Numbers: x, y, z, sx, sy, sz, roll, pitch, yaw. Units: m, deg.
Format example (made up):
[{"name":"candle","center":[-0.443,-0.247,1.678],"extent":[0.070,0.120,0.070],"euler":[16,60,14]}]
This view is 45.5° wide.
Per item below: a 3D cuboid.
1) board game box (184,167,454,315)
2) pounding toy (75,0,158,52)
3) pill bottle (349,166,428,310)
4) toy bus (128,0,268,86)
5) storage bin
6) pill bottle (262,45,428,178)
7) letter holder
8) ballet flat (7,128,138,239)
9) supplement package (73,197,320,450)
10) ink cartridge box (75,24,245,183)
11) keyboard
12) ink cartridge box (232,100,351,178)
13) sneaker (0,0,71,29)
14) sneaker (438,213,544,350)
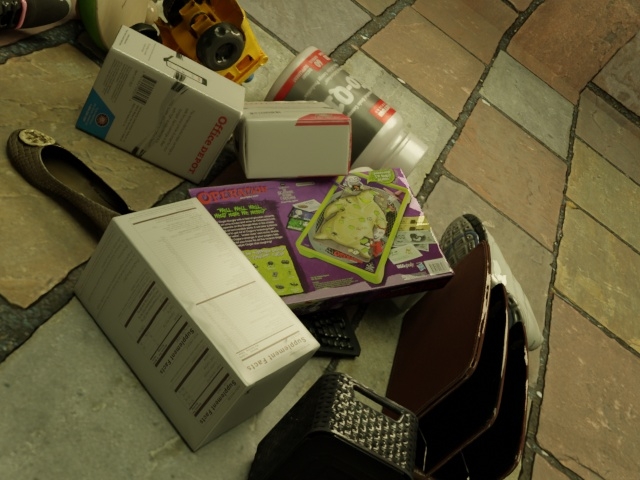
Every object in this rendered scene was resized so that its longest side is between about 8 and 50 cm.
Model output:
[{"name":"board game box","center":[0.000,0.000,1.089],"extent":[0.347,0.056,0.208],"euler":[-8,62,-25]},{"name":"pounding toy","center":[-0.366,-0.422,1.286],"extent":[0.110,0.183,0.237],"euler":[13,33,9]},{"name":"pill bottle","center":[0.101,-0.003,1.237],"extent":[0.121,0.121,0.221],"euler":[-13,58,-49]},{"name":"toy bus","center":[-0.201,-0.293,1.274],"extent":[0.149,0.220,0.211],"euler":[51,3,25]},{"name":"storage bin","center":[0.009,0.240,0.814],"extent":[0.122,0.180,0.084],"euler":[31,34,-10]},{"name":"pill bottle","center":[0.046,-0.204,1.383],"extent":[0.283,0.161,0.161],"euler":[38,34,0]},{"name":"letter holder","center":[0.216,0.168,1.059],"extent":[0.152,0.214,0.302],"euler":[34,34,-7]},{"name":"ballet flat","center":[-0.307,-0.071,0.992],"extent":[0.250,0.058,0.084],"euler":[43,35,11]},{"name":"supplement package","center":[-0.146,0.091,0.887],"extent":[0.244,0.134,0.139],"euler":[49,35,16]},{"name":"ink cartridge box","center":[-0.234,-0.197,1.131],"extent":[0.203,0.148,0.086],"euler":[25,34,-19]},{"name":"keyboard","center":[-0.063,0.034,1.124],"extent":[0.201,0.033,0.317],"euler":[8,44,-37]},{"name":"ink cartridge box","center":[-0.051,-0.162,1.191],"extent":[0.158,0.092,0.218],"euler":[-2,18,-10]},{"name":"sneaker","center":[-0.485,-0.308,1.078],"extent":[0.296,0.104,0.147],"euler":[-7,56,-39]},{"name":"sneaker","center":[0.301,0.081,1.364],"extent":[0.129,0.111,0.297],"euler":[28,36,-43]}]
